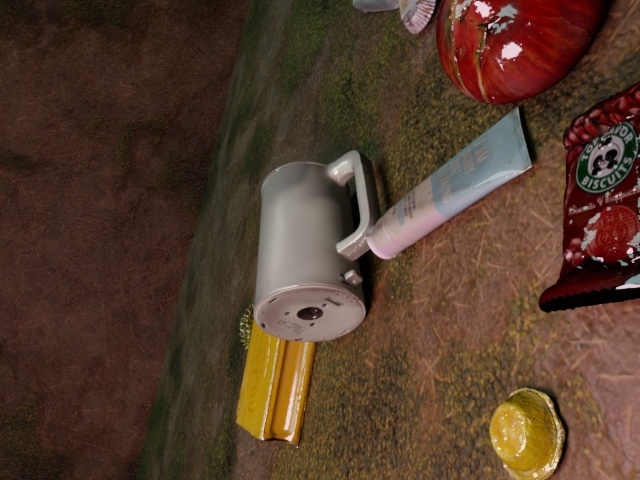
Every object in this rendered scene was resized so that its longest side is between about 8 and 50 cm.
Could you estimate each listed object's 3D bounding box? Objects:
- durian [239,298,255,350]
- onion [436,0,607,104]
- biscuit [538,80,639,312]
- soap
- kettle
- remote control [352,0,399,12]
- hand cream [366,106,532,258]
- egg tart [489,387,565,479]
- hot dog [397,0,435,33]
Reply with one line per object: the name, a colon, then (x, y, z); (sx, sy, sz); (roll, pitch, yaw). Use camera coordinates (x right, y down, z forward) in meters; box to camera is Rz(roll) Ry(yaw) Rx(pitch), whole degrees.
durian: (-0.167, 0.223, 1.437); (0.137, 0.095, 0.221); (-51, 27, 43)
onion: (0.250, -0.303, 0.728); (0.248, 0.161, 0.248); (-30, 42, 31)
biscuit: (0.298, -0.044, 0.559); (0.151, 0.063, 0.235); (-22, 54, 62)
soap: (-0.098, 0.277, 1.237); (0.204, 0.096, 0.324); (-16, 63, 64)
kettle: (-0.016, 0.000, 1.072); (0.265, 0.205, 0.318); (110, 163, -48)
remote control: (0.140, -0.586, 1.266); (0.247, 0.052, 0.104); (40, 115, 62)
hand cream: (0.185, -0.067, 0.835); (0.312, 0.070, 0.111); (-44, 34, 45)
egg tart: (0.222, 0.214, 0.613); (0.105, 0.039, 0.105); (-166, 90, -69)
hot dog: (0.191, -0.488, 1.087); (0.099, 0.053, 0.192); (-48, 38, 49)
